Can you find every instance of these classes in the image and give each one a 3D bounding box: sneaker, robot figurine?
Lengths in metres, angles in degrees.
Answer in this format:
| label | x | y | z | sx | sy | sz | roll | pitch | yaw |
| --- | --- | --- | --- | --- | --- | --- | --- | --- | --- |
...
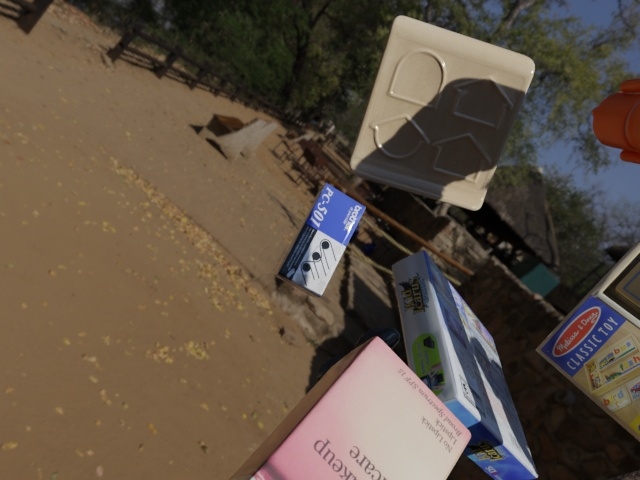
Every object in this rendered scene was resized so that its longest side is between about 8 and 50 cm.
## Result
| label | x | y | z | sx | sy | sz | roll | pitch | yaw |
| --- | --- | --- | --- | --- | --- | --- | --- | --- | --- |
| sneaker | 0.132 | 0.367 | 1.520 | 0.130 | 0.286 | 0.109 | 36 | -22 | 52 |
| robot figurine | 0.681 | -0.252 | 1.107 | 0.128 | 0.158 | 0.219 | 19 | 14 | -13 |

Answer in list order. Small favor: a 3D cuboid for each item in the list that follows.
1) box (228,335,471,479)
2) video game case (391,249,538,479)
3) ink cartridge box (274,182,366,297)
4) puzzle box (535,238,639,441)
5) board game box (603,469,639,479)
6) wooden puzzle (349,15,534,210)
| label | x | y | z | sx | sy | sz | roll | pitch | yaw |
| --- | --- | --- | --- | --- | --- | --- | --- | --- | --- |
| box | 0.017 | 0.237 | 0.521 | 0.148 | 0.127 | 0.232 | 46 | 52 | 6 |
| video game case | 0.206 | 0.185 | 0.753 | 0.269 | 0.061 | 0.245 | 46 | 28 | -34 |
| ink cartridge box | 0.000 | 0.000 | 1.025 | 0.097 | 0.207 | 0.046 | 30 | -14 | -11 |
| puzzle box | 0.456 | 0.054 | 0.498 | 0.272 | 0.409 | 0.052 | 45 | 10 | 37 |
| board game box | 0.600 | 0.579 | 1.012 | 0.232 | 0.290 | 0.141 | 51 | 21 | -36 |
| wooden puzzle | 0.259 | -0.274 | 1.145 | 0.321 | 0.348 | 0.080 | 16 | 12 | -6 |
